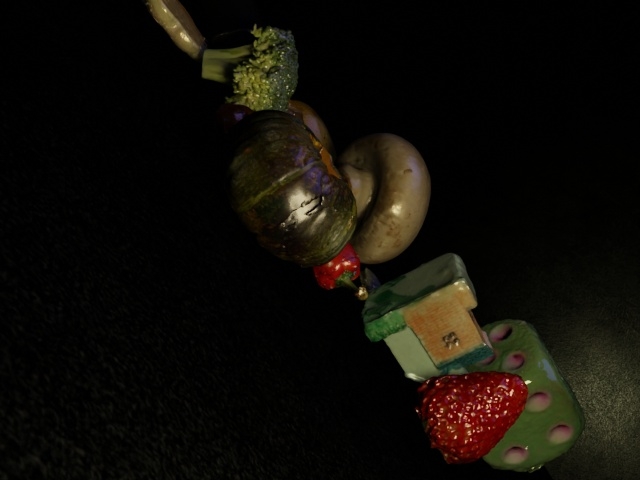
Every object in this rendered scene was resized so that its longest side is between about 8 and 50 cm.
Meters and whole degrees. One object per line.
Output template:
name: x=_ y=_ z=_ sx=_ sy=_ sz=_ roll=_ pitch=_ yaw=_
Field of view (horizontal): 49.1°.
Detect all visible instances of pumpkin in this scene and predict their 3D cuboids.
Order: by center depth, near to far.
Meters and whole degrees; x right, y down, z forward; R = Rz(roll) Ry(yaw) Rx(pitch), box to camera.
pumpkin: x=-0.062 y=-0.103 z=1.324 sx=0.320 sy=0.192 sz=0.320 roll=51 pitch=12 yaw=-16

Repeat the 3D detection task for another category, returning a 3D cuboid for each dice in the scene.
dice: x=0.550 y=0.448 z=2.045 sx=0.322 sy=0.330 sz=0.318 roll=52 pitch=15 yaw=-23

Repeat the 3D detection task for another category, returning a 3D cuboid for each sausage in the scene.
sausage: x=-0.187 y=-0.263 z=1.562 sx=0.089 sy=0.089 sz=0.179 roll=56 pitch=12 yaw=1

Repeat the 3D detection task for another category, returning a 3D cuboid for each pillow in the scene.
pillow: x=0.167 y=0.184 z=1.891 sx=0.148 sy=0.050 sz=0.230 roll=45 pitch=16 yaw=-26

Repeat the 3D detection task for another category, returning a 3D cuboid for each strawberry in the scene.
strawberry: x=0.345 y=0.371 z=1.557 sx=0.205 sy=0.244 sz=0.205 roll=56 pitch=8 yaw=-12

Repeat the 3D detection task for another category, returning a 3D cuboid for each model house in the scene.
model house: x=0.287 y=0.240 z=1.687 sx=0.325 sy=0.267 sz=0.194 roll=59 pitch=15 yaw=-14

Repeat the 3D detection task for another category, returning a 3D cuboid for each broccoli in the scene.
broccoli: x=-0.178 y=-0.407 z=1.743 sx=0.243 sy=0.263 sz=0.247 roll=11 pitch=17 yaw=-4

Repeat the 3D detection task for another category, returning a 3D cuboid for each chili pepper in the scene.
chili pepper: x=0.000 y=0.000 z=1.549 sx=0.387 sy=0.110 sz=0.110 roll=59 pitch=10 yaw=32

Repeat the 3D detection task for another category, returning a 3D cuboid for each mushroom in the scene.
mushroom: x=0.121 y=-0.121 z=1.892 sx=0.294 sy=0.362 sz=0.362 roll=11 pitch=36 yaw=-31

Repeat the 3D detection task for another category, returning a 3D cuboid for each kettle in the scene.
kettle: x=-0.242 y=-0.575 z=2.031 sx=0.262 sy=0.203 sz=0.308 roll=66 pitch=1 yaw=-48

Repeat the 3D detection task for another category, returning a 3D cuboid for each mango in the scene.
mango: x=-0.030 y=-0.272 z=2.127 sx=0.329 sy=0.175 sz=0.176 roll=52 pitch=55 yaw=-19

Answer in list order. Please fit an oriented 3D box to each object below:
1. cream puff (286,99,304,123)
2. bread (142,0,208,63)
cream puff: x=-0.130 y=-0.333 z=1.926 sx=0.189 sy=0.129 sz=0.189 roll=35 pitch=23 yaw=-17
bread: x=-0.378 y=-0.571 z=1.750 sx=0.316 sy=0.054 sz=0.316 roll=54 pitch=9 yaw=-13
